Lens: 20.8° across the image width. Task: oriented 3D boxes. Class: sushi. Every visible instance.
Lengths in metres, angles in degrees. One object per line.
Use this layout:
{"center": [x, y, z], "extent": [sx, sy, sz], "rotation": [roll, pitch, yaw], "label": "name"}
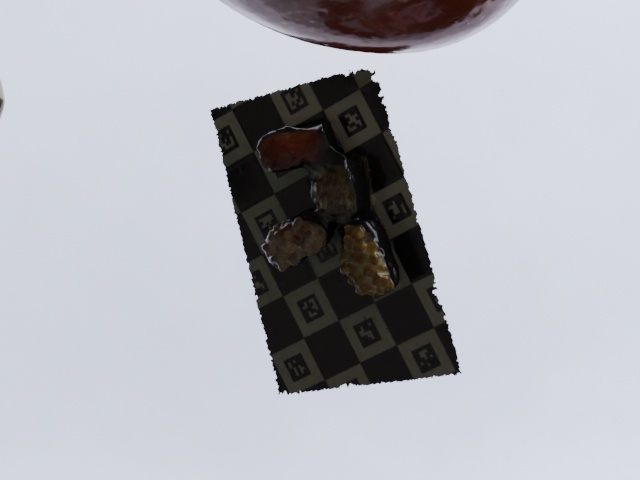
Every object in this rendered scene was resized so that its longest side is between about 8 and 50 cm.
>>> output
{"center": [0.000, 0.000, 1.532], "extent": [0.192, 0.043, 0.279], "rotation": [-10, -84, 31], "label": "sushi"}

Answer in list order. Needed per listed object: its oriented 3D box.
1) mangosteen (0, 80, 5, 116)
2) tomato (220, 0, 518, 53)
{"center": [-0.326, -0.109, 1.269], "extent": [0.192, 0.217, 0.192], "rotation": [-19, -2, -1], "label": "mangosteen"}
{"center": [0.015, -0.281, 1.105], "extent": [0.321, 0.321, 0.321], "rotation": [6, -39, 5], "label": "tomato"}
